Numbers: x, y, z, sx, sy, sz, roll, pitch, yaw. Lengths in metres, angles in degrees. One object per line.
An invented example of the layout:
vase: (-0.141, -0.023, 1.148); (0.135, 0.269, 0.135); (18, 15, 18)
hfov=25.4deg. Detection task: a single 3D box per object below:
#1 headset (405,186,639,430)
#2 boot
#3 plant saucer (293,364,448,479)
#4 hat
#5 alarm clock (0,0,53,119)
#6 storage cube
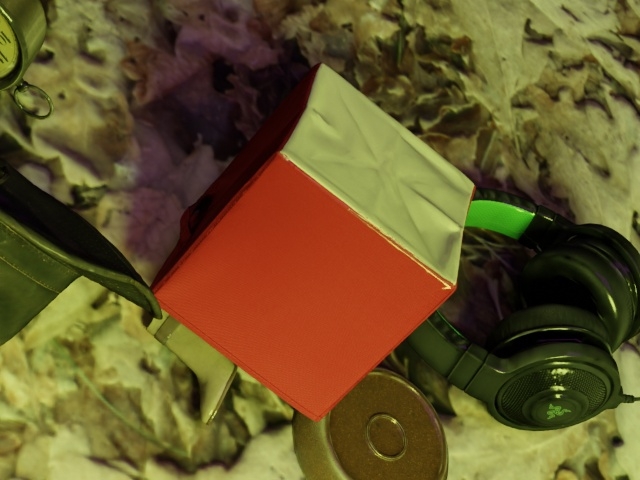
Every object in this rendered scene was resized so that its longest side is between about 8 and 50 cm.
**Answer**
headset: (0.239, 0.109, 1.430); (0.394, 0.185, 0.243); (31, 45, 4)
boot: (-0.112, 0.094, 1.241); (0.087, 0.042, 0.118); (29, 50, -9)
plant saucer: (0.054, 0.184, 1.304); (0.168, 0.029, 0.168); (16, 57, -25)
hat: (-0.282, -0.002, 1.090); (0.331, 0.331, 0.134); (38, 87, -10)
alarm clock: (-0.291, -0.178, 1.227); (0.192, 0.129, 0.064); (58, 39, -31)
storage cube: (0.000, 0.000, 1.235); (0.215, 0.193, 0.183); (37, 31, -10)
